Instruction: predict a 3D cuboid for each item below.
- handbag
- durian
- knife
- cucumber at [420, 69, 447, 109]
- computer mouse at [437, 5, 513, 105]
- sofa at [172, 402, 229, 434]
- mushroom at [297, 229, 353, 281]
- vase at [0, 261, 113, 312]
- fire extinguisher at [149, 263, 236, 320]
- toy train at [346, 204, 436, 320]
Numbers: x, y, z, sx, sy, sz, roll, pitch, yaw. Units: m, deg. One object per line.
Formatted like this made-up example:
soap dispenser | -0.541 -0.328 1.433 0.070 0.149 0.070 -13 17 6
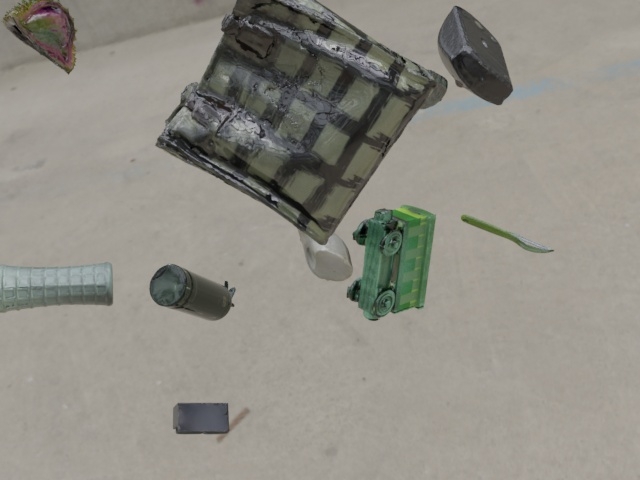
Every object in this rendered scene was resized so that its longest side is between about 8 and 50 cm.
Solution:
handbag | -0.039 -0.205 1.047 0.325 0.327 0.162 -56 17 18
durian | -0.567 -0.444 1.388 0.119 0.187 0.108 28 80 34
knife | 0.350 -0.010 1.267 0.184 0.022 0.026 25 58 23
cucumber | 0.170 -0.287 1.272 0.116 0.062 0.115 4 0 27
computer mouse | 0.331 -0.407 1.496 0.100 0.170 0.269 -44 25 35
sofa | -0.325 0.489 1.821 0.147 0.060 0.085 7 57 -25
mushroom | 0.000 0.000 1.463 0.093 0.116 0.225 -23 42 -2
vase | -0.664 0.115 1.641 0.298 0.143 0.143 -2 32 -17
fire extinguisher | -0.282 0.127 1.582 0.095 0.311 0.114 9 77 19
toy train | 0.179 0.054 1.684 0.202 0.301 0.120 -14 27 -37
